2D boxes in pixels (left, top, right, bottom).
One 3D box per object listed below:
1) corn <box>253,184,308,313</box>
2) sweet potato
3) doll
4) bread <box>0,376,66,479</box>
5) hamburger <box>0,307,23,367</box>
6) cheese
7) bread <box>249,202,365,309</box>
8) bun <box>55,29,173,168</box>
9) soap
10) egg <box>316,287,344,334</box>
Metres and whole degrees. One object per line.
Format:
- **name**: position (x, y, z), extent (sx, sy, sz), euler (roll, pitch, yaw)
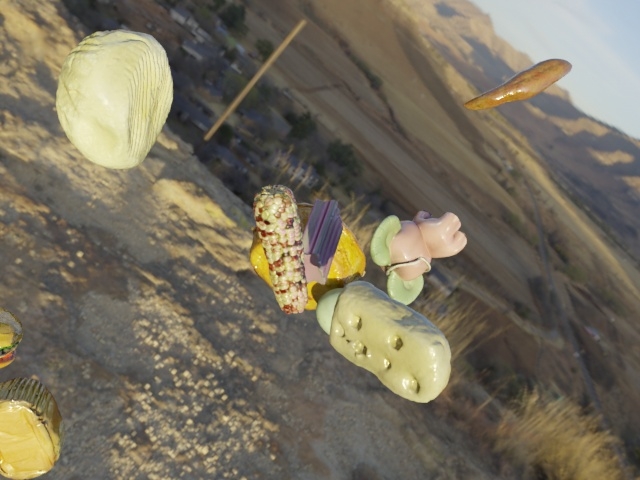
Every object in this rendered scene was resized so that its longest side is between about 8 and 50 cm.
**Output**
- **corn**: position (-0.078, 0.018, 1.375), extent (0.092, 0.092, 0.281), euler (-83, 166, -66)
- **sweet potato**: position (0.428, -0.329, 1.388), extent (0.078, 0.255, 0.058), euler (-132, -162, -68)
- **doll**: position (0.275, 0.034, 1.993), extent (0.268, 0.216, 0.284), euler (-44, 120, -30)
- **bread**: position (-0.566, 0.352, 1.258), extent (0.114, 0.132, 0.191), euler (-116, -164, -66)
- **hamburger**: position (-0.734, 0.209, 1.443), extent (0.162, 0.115, 0.162), euler (22, 15, -6)
- **cheese**: position (0.132, 0.199, 1.275), extent (0.263, 0.159, 0.093), euler (29, 33, 30)
- **bread**: position (-0.048, 0.060, 2.035), extent (0.358, 0.336, 0.204), euler (50, 48, -29)
- **bun**: position (-0.528, -0.363, 1.676), extent (0.227, 0.349, 0.352), euler (18, 24, 6)
- **soap**: position (0.000, 0.000, 1.717), extent (0.122, 0.065, 0.203), euler (75, 25, -44)
- **egg**: position (0.072, 0.212, 1.899), extent (0.192, 0.149, 0.149), euler (28, 24, -42)
